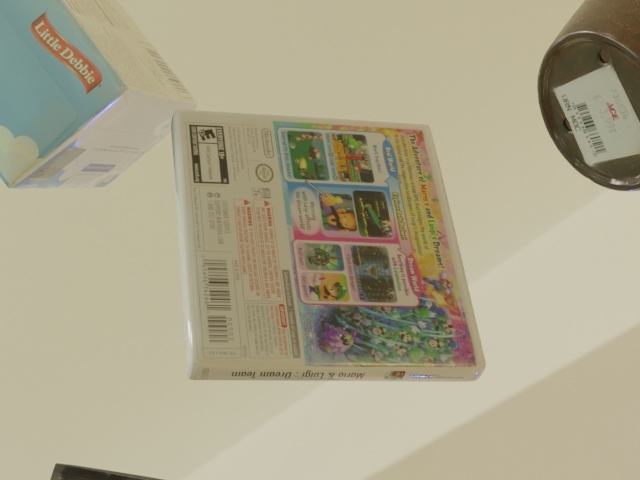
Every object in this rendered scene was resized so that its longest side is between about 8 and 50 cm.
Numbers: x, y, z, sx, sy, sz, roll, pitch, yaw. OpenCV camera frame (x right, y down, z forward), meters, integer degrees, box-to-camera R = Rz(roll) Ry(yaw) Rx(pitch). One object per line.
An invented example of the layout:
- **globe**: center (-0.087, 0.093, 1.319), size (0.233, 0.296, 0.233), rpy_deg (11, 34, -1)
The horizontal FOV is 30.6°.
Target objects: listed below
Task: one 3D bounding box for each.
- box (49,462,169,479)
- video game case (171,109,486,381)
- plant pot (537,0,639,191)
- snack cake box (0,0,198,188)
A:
- **box**: center (-0.079, 0.243, 0.609), size (0.183, 0.231, 0.056), rpy_deg (10, -37, 1)
- **video game case**: center (0.000, 0.000, 0.590), size (0.143, 0.157, 0.019), rpy_deg (2, -37, -15)
- **plant pot**: center (0.261, -0.125, 0.773), size (0.215, 0.230, 0.215), rpy_deg (40, -34, 35)
- **snack cake box**: center (-0.199, -0.158, 0.685), size (0.089, 0.152, 0.264), rpy_deg (-38, -93, 9)
